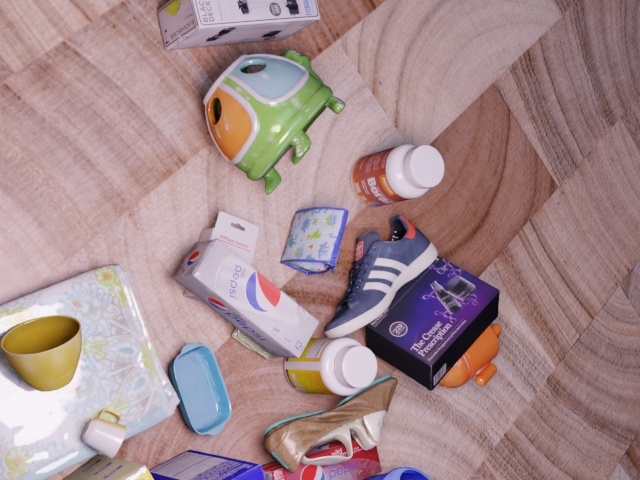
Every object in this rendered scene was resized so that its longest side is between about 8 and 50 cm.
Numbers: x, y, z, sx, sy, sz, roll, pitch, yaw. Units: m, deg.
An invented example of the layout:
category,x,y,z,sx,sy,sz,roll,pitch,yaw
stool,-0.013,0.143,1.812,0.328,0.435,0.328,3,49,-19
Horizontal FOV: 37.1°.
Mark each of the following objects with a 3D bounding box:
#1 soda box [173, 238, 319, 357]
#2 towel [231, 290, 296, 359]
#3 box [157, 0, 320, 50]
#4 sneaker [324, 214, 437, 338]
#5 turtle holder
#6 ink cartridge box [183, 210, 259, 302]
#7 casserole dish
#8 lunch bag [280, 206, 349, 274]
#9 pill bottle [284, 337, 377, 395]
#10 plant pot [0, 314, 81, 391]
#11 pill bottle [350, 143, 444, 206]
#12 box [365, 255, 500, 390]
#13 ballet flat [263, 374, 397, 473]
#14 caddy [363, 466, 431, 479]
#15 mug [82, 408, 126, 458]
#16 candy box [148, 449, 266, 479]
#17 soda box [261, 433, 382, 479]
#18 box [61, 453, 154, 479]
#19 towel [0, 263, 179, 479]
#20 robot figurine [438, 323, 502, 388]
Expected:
category,x,y,z,sx,sy,sz,roll,pitch,yaw
soda box,-0.143,0.118,1.878,0.286,0.098,0.091,41,65,-23
towel,-0.115,0.164,2.002,0.110,0.027,0.148,35,67,-25
box,-0.168,-0.464,1.962,0.289,0.169,0.087,-14,91,-31
sneaker,0.103,0.073,2.101,0.350,0.131,0.148,-42,99,-34
turtle holder,-0.091,-0.281,1.949,0.227,0.243,0.320,40,74,-3
ink cartridge box,-0.199,0.042,1.944,0.104,0.060,0.180,23,73,-29
casserole dish,-0.242,0.295,1.889,0.114,0.037,0.188,-23,96,-49
lunch bag,0.000,0.000,2.020,0.096,0.151,0.129,23,72,-27
pill bottle,0.023,0.259,1.965,0.117,0.215,0.117,4,83,-31
plant pot,-0.468,0.201,1.634,0.134,0.134,0.095,-22,119,-32
pill bottle,0.170,-0.146,2.104,0.121,0.216,0.121,4,82,-31
box,0.250,0.177,2.127,0.261,0.184,0.103,-43,145,-28
ballet flat,0.045,0.387,1.958,0.342,0.116,0.124,-16,64,-36
caddy,0.182,0.644,2.011,0.241,0.179,0.341,-37,104,-45
mug,-0.387,0.343,1.698,0.064,0.078,0.062,28,101,-16
candy box,-0.188,0.538,1.742,0.122,0.317,0.268,-18,93,-30
soda box,-0.006,0.480,1.993,0.263,0.092,0.084,-11,88,-33
box,-0.404,0.489,1.657,0.213,0.243,0.117,-34,102,-31
towel,-0.470,0.243,1.741,0.374,0.090,0.321,-23,94,-32
robot figurine,0.326,0.256,2.205,0.219,0.128,0.158,-34,102,-30
